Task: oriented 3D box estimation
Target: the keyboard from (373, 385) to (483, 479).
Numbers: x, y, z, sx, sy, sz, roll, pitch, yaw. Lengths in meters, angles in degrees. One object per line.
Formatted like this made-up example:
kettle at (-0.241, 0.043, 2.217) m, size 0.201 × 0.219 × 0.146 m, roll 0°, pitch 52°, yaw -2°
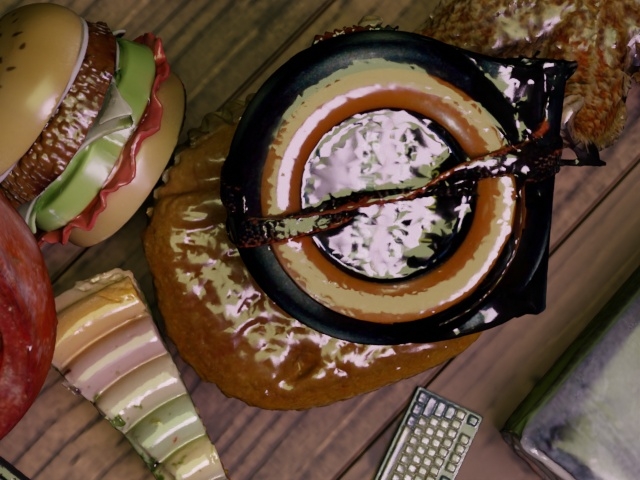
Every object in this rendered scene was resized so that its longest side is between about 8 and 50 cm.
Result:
keyboard at (0.059, 0.197, 1.417) m, size 0.055 × 0.014 × 0.176 m, roll 26°, pitch 81°, yaw 1°

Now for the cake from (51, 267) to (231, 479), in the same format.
cake at (-0.106, 0.117, 1.362) m, size 0.090 × 0.109 × 0.225 m, roll -44°, pitch 88°, yaw -8°

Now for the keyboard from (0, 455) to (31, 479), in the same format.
keyboard at (-0.294, 0.168, 1.385) m, size 0.262 × 0.016 × 0.106 m, roll 38°, pitch 82°, yaw -1°

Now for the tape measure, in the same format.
tape measure at (0.047, -0.035, 1.246) m, size 0.222 × 0.135 × 0.202 m, roll 4°, pitch 98°, yaw -3°

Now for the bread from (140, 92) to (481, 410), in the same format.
bread at (0.000, 0.000, 1.372) m, size 0.253 × 0.142 × 0.227 m, roll -10°, pitch 91°, yaw -8°

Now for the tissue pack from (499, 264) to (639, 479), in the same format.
tissue pack at (0.362, 0.086, 1.404) m, size 0.288 × 0.124 × 0.394 m, roll 41°, pitch 82°, yaw 2°

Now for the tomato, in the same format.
tomato at (-0.274, 0.021, 1.272) m, size 0.200 × 0.139 × 0.233 m, roll -15°, pitch 121°, yaw 19°

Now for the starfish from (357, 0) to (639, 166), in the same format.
starfish at (0.182, -0.158, 1.396) m, size 0.312 × 0.113 × 0.303 m, roll 8°, pitch 52°, yaw 2°

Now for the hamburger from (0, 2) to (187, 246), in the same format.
hamburger at (-0.187, -0.086, 1.341) m, size 0.137 × 0.175 × 0.175 m, roll 29°, pitch 80°, yaw -30°
